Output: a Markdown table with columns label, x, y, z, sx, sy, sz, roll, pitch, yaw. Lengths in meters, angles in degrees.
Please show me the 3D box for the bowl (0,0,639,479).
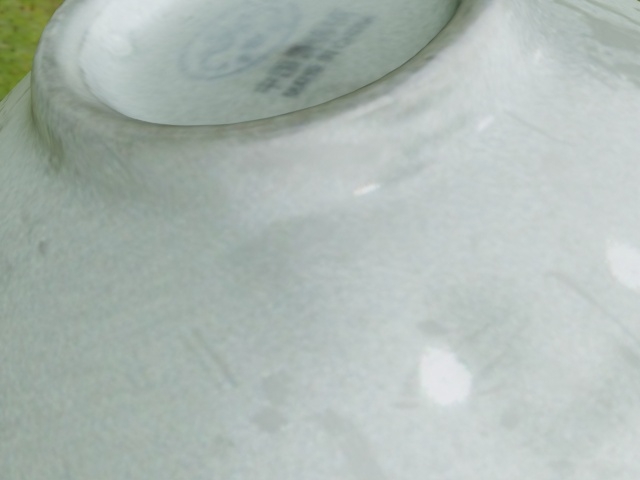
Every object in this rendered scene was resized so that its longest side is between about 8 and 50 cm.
| label | x | y | z | sx | sy | sz | roll | pitch | yaw |
| --- | --- | --- | --- | --- | --- | --- | --- | --- | --- |
| bowl | 0.000 | 0.000 | 0.399 | 0.313 | 0.313 | 0.146 | -48 | 136 | -36 |
